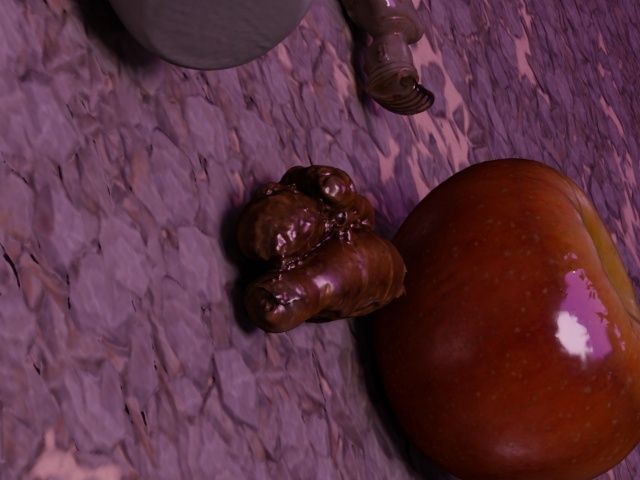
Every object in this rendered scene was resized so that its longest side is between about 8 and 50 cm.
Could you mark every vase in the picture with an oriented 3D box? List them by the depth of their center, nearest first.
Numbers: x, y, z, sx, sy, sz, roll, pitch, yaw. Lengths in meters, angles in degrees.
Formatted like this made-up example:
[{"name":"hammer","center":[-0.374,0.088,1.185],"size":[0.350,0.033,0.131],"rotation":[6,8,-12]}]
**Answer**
[{"name":"vase","center":[-0.078,-0.221,1.018],"size":[0.128,0.128,0.248],"rotation":[39,29,-50]}]

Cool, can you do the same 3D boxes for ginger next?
[{"name":"ginger","center":[0.000,0.000,1.071],"size":[0.162,0.073,0.103],"rotation":[-11,81,-65]}]

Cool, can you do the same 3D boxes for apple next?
[{"name":"apple","center":[0.127,0.059,1.192],"size":[0.210,0.173,0.235],"rotation":[56,18,-22]}]

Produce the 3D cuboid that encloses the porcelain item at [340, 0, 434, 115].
[{"name":"porcelain item","center":[0.046,-0.189,1.340],"size":[0.084,0.054,0.213],"rotation":[32,43,-52]}]
